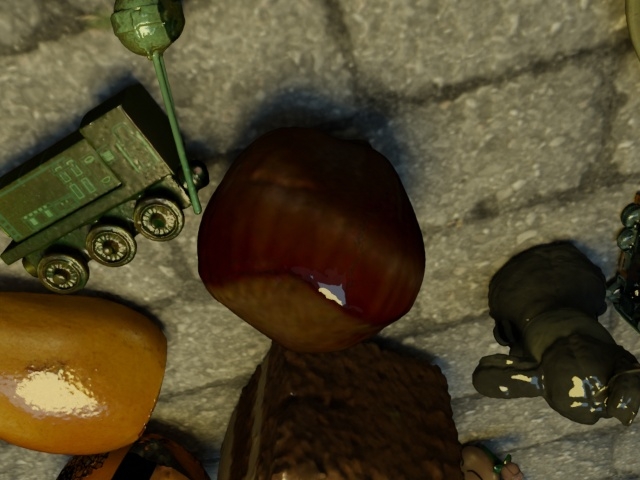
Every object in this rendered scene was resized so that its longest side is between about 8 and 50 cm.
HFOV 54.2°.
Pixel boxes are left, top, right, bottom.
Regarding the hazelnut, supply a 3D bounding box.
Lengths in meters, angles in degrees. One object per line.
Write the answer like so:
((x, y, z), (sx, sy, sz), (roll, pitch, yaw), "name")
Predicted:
((0.000, 0.000, 0.606), (0.230, 0.229, 0.229), (-3, 127, -4), "hazelnut")

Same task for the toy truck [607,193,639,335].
((0.426, 0.027, 0.755), (0.115, 0.080, 0.177), (-12, 127, -10), "toy truck")

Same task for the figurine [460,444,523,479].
((0.263, 0.376, 0.990), (0.178, 0.114, 0.144), (13, 118, -30), "figurine")

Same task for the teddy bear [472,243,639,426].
((0.263, 0.128, 0.725), (0.171, 0.250, 0.144), (-9, 128, 18), "teddy bear")

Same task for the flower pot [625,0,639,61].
((0.419, -0.199, 0.461), (0.244, 0.307, 0.307), (-42, 123, -1), "flower pot")

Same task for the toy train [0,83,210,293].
((-0.226, -0.043, 0.616), (0.226, 0.090, 0.137), (-27, 118, 13), "toy train")

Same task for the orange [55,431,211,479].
((-0.255, 0.375, 0.864), (0.235, 0.182, 0.234), (1, 126, 1), "orange")

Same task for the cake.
((0.006, 0.293, 0.787), (0.256, 0.282, 0.290), (25, 124, -16), "cake")

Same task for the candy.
((-0.131, -0.120, 0.549), (0.061, 0.061, 0.202), (-13, 103, 3), "candy")

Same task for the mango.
((-0.317, 0.151, 0.718), (0.257, 0.138, 0.187), (15, 112, -24), "mango")
